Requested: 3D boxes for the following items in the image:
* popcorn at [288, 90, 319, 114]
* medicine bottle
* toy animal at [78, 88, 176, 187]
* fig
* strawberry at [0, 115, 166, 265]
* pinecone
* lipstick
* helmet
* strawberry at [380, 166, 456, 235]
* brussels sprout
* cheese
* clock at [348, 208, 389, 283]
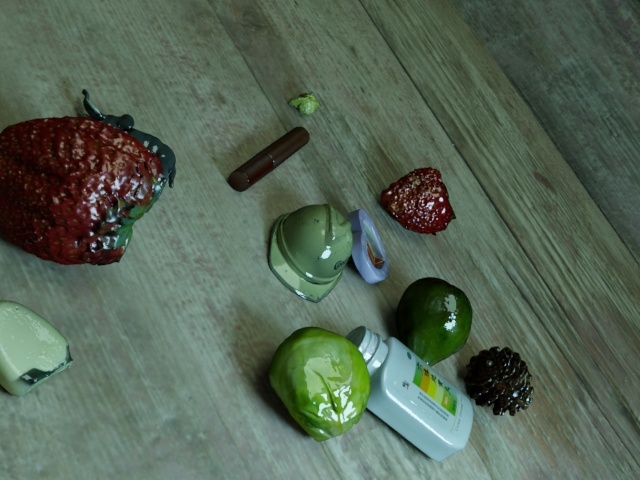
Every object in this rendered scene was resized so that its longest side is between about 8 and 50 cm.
[{"bbox_3d":[-0.044,-0.377,2.327,0.083,0.059,0.068,12,48,-31],"label":"popcorn"},{"bbox_3d":[0.179,0.322,1.839,0.324,0.124,0.179,39,36,-12],"label":"medicine bottle"},{"bbox_3d":[-0.404,-0.196,1.725,0.270,0.082,0.137,39,32,-8],"label":"toy animal"},{"bbox_3d":[0.255,0.207,1.995,0.195,0.195,0.244,39,64,-15],"label":"fig"},{"bbox_3d":[-0.432,-0.102,1.464,0.288,0.238,0.250,32,32,-8],"label":"strawberry"},{"bbox_3d":[0.448,0.356,2.085,0.165,0.163,0.163,49,32,-24],"label":"pinecone"},{"bbox_3d":[-0.118,-0.205,2.076,0.057,0.057,0.356,47,34,-3],"label":"lipstick"},{"bbox_3d":[0.002,0.001,1.937,0.204,0.137,0.257,37,36,-18],"label":"helmet"},{"bbox_3d":[0.259,-0.107,2.324,0.202,0.186,0.184,-2,12,-20],"label":"strawberry"},{"bbox_3d":[-0.002,0.272,1.645,0.223,0.161,0.223,38,32,-28],"label":"brussels sprout"},{"bbox_3d":[-0.502,0.122,1.325,0.251,0.054,0.127,50,34,3],"label":"cheese"},{"bbox_3d":[0.109,0.029,2.088,0.172,0.064,0.198,51,26,-42],"label":"clock"}]
